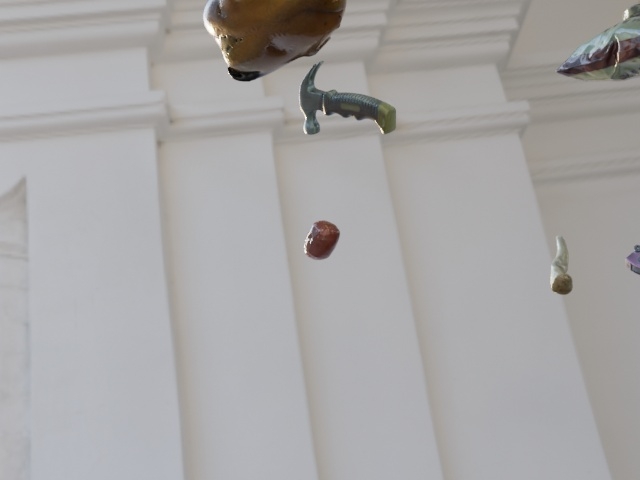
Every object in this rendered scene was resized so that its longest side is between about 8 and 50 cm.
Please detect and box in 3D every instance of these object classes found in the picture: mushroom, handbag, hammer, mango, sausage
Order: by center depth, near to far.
[{"bbox_3d":[0.530,-0.319,1.254,0.235,0.127,0.213,-25,6,-31],"label":"handbag"},{"bbox_3d":[-0.083,-0.414,1.434,0.287,0.152,0.201,-17,-17,23],"label":"mango"},{"bbox_3d":[0.000,0.000,1.494,0.054,0.059,0.094,-8,-34,-27],"label":"sausage"},{"bbox_3d":[0.052,-0.277,1.610,0.227,0.158,0.041,20,37,32],"label":"hammer"},{"bbox_3d":[0.609,0.058,1.975,0.055,0.202,0.059,1,-53,18],"label":"mushroom"}]

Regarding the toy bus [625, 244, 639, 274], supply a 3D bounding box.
[{"bbox_3d":[0.649,0.014,1.508,0.131,0.052,0.037,-39,-38,-7],"label":"toy bus"}]
